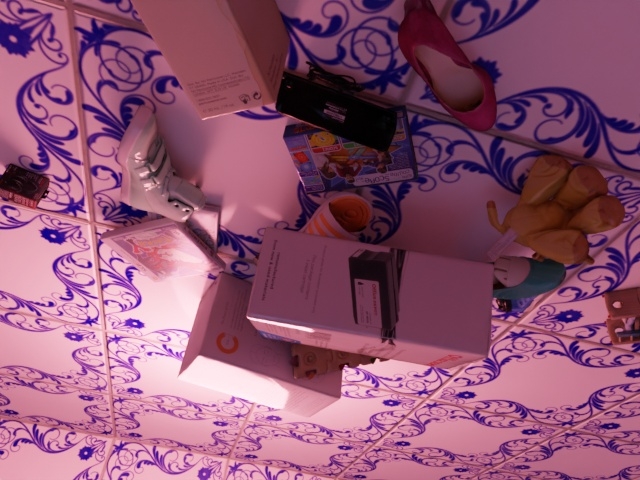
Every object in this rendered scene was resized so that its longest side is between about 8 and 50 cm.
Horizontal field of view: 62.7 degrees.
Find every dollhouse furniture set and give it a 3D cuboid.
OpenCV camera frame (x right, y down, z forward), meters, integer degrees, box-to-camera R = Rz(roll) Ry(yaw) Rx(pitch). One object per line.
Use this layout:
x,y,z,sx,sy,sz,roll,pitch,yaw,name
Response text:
0.682,0.208,1.099,0.129,0.183,0.129,-12,137,22,dollhouse furniture set

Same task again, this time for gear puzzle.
0.085,0.204,1.216,0.339,0.175,0.044,-6,-178,-20,gear puzzle

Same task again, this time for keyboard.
0.029,-0.211,0.800,0.192,0.038,0.100,21,135,4,keyboard

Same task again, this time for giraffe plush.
0.405,-0.022,0.900,0.210,0.181,0.170,-37,146,28,giraffe plush

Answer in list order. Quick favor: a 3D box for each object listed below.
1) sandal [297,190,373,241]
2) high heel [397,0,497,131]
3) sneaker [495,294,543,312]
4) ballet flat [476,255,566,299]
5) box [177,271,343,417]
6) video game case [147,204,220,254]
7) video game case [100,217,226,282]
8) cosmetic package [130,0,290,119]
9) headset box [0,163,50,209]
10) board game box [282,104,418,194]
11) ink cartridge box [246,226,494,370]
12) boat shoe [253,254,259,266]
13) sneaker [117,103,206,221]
0.008,0.005,1.040,0.102,0.076,0.265,26,137,-22,sandal
0.182,-0.212,0.716,0.082,0.117,0.244,-17,135,27,high heel
0.417,0.107,1.116,0.085,0.058,0.152,-4,147,1,sneaker
0.348,0.071,1.029,0.087,0.083,0.247,32,153,-23,ballet flat
-0.130,0.257,1.259,0.345,0.215,0.168,23,139,-18,box
-0.283,-0.028,1.089,0.143,0.019,0.157,11,142,-5,video game case
-0.336,0.025,1.132,0.201,0.023,0.183,-11,141,24,video game case
-0.146,-0.316,0.609,0.113,0.160,0.309,-8,140,16,cosmetic package
-0.567,-0.102,1.010,0.083,0.062,0.032,23,139,-17,headset box
0.054,-0.146,0.882,0.201,0.035,0.136,-6,139,16,board game box
0.085,0.121,0.984,0.395,0.166,0.285,10,163,2,ink cartridge box
-0.103,0.073,1.169,0.043,0.049,0.137,-41,131,-9,boat shoe
-0.261,-0.123,0.909,0.151,0.094,0.256,21,149,-7,sneaker
